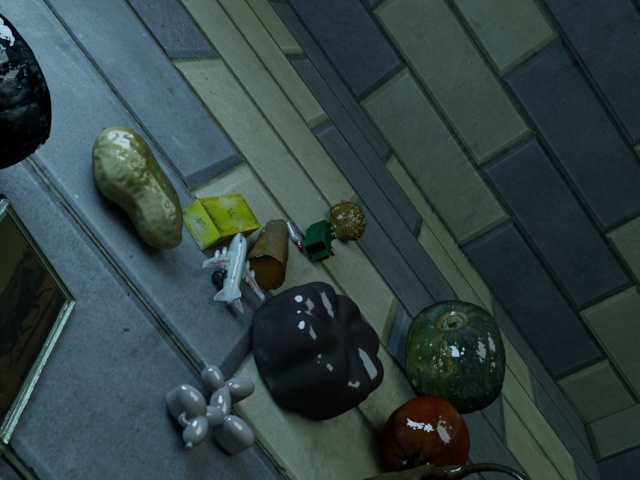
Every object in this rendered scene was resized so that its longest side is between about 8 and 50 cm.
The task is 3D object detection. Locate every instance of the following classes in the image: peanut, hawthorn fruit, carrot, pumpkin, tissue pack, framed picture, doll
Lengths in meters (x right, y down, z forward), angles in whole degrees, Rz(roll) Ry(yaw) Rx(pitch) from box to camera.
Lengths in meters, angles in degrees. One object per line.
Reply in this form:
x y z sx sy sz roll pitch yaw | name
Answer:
-0.323 -0.088 0.985 0.236 0.110 0.120 62 1 -5 | peanut
0.250 0.454 1.285 0.205 0.205 0.253 57 25 2 | hawthorn fruit
-0.110 0.012 1.288 0.102 0.102 0.263 48 23 -20 | carrot
-0.456 -0.196 0.705 0.233 0.233 0.163 50 52 -15 | pumpkin
-0.212 -0.044 1.197 0.095 0.062 0.176 59 22 5 | tissue pack
-0.372 0.091 0.649 0.252 0.014 0.197 -91 168 -52 | framed picture
-0.171 0.265 0.873 0.160 0.059 0.160 40 29 -34 | doll
0.382 0.336 1.597 0.327 0.292 0.257 -62 137 -54 | pumpkin

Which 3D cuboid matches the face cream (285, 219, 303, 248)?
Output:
-0.068 -0.015 1.496 0.040 0.021 0.083 12 48 -59 | face cream

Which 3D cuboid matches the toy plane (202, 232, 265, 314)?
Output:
-0.176 0.060 1.120 0.162 0.066 0.171 36 36 -39 | toy plane

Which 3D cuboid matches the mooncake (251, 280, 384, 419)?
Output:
0.002 0.225 1.157 0.306 0.154 0.306 41 30 -30 | mooncake

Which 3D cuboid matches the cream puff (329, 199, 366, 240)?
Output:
0.093 -0.064 1.775 0.126 0.103 0.143 44 32 -31 | cream puff

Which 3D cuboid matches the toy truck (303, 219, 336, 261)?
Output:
0.000 0.000 1.547 0.147 0.065 0.079 -82 147 -60 | toy truck

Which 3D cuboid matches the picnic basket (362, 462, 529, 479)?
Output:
0.276 0.560 1.017 0.337 0.337 0.292 40 37 -34 | picnic basket
